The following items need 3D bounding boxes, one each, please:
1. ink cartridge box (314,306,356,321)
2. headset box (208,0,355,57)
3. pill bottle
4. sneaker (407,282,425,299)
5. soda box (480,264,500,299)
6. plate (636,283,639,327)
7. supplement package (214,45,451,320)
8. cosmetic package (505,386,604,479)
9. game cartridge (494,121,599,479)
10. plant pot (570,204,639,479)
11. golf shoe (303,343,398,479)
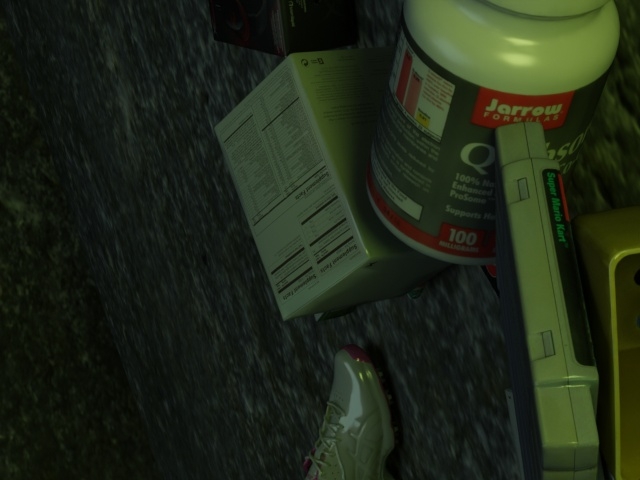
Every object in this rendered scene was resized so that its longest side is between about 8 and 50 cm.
[{"bbox_3d":[0.000,0.000,2.151,0.209,0.062,0.109,69,157,17],"label":"ink cartridge box"},{"bbox_3d":[-0.059,-0.371,1.999,0.293,0.110,0.218,27,127,61],"label":"headset box"},{"bbox_3d":[0.171,-0.164,1.451,0.210,0.210,0.363,59,153,35],"label":"pill bottle"},{"bbox_3d":[0.090,0.020,1.956,0.161,0.057,0.075,43,136,48],"label":"sneaker"},{"bbox_3d":[0.205,-0.002,1.669,0.169,0.060,0.053,63,154,29],"label":"soda box"},{"bbox_3d":[0.327,0.126,1.507,0.188,0.024,0.188,166,90,-68],"label":"plate"},{"bbox_3d":[0.035,-0.071,1.791,0.198,0.199,0.263,-37,68,49],"label":"supplement package"},{"bbox_3d":[0.276,0.281,1.672,0.099,0.060,0.239,10,114,65],"label":"cosmetic package"},{"bbox_3d":[0.200,0.092,1.315,0.230,0.068,0.355,88,180,-49],"label":"game cartridge"},{"bbox_3d":[0.317,0.063,1.281,0.187,0.212,0.212,-124,26,-68],"label":"plant pot"},{"bbox_3d":[0.038,0.305,2.153,0.115,0.140,0.306,-155,56,-64],"label":"golf shoe"}]
